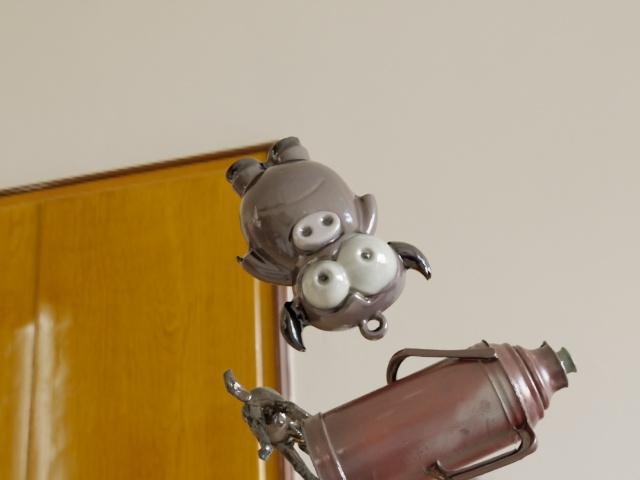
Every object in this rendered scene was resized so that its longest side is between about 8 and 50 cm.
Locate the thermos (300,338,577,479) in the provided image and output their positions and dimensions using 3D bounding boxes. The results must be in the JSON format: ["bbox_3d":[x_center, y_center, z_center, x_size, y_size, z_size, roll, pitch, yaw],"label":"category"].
[{"bbox_3d":[0.108,0.150,0.665,0.232,0.124,0.099,-24,-57,1],"label":"thermos"}]

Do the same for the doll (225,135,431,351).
[{"bbox_3d":[-0.001,0.000,0.875,0.182,0.257,0.117,-28,-30,-10],"label":"doll"}]

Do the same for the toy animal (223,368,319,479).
[{"bbox_3d":[-0.056,0.269,1.118,0.148,0.084,0.232,21,-17,47],"label":"toy animal"}]
